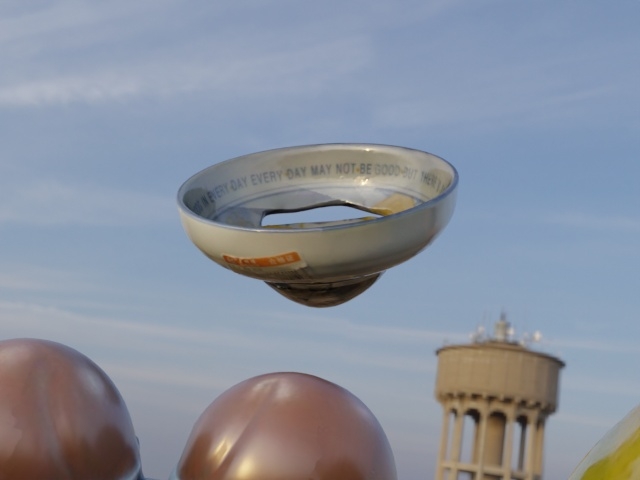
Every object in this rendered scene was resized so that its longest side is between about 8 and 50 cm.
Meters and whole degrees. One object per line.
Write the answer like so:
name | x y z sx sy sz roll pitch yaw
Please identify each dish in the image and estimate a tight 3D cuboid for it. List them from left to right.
dish | 0.000 0.000 0.907 0.273 0.134 0.273 -3 22 1

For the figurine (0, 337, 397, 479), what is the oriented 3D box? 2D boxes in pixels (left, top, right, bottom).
figurine | -0.106 0.244 0.433 0.277 0.388 0.248 11 -59 -6

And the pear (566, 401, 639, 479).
pear | 0.238 0.127 0.277 0.386 0.340 0.191 -18 -26 30
